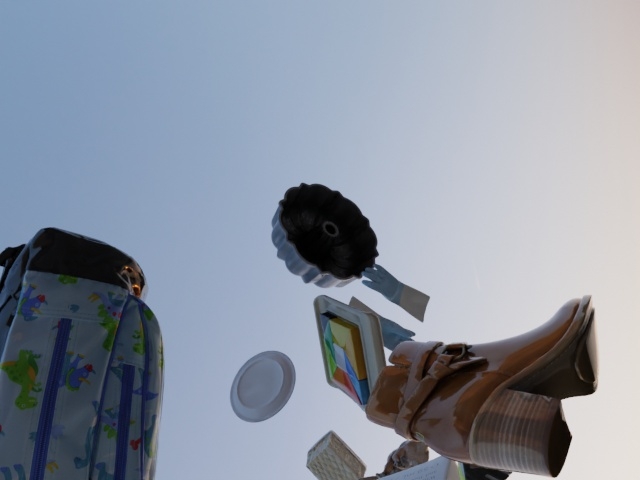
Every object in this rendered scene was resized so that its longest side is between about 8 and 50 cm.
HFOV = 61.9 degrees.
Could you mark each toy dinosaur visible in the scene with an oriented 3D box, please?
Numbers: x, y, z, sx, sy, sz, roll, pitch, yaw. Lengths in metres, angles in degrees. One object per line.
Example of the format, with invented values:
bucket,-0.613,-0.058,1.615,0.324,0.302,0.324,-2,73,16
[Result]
toy dinosaur,0.244,0.587,1.459,0.127,0.296,0.200,44,-154,-3

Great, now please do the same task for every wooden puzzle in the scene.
wooden puzzle,0.055,0.235,1.099,0.044,0.239,0.220,-13,-81,-26

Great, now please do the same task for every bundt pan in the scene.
bundt pan,0.000,0.000,1.533,0.331,0.124,0.330,20,-133,-22

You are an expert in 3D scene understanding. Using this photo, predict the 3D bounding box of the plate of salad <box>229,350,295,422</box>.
plate of salad,-0.150,0.387,1.414,0.048,0.200,0.199,55,-137,-44

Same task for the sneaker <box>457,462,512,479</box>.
sneaker,0.236,0.303,0.792,0.082,0.094,0.208,30,-150,10

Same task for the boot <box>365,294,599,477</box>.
boot,0.140,0.101,0.449,0.197,0.153,0.072,-34,-65,-43

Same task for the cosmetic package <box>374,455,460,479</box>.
cosmetic package,0.172,0.703,1.053,0.327,0.330,0.394,62,-160,3

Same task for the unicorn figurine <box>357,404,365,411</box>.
unicorn figurine,0.109,0.378,1.257,0.111,0.162,0.060,41,-115,-2

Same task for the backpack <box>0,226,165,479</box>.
backpack,-0.300,0.214,0.621,0.274,0.290,0.355,25,-126,-20

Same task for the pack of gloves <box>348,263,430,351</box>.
pack of gloves,0.189,0.180,1.398,0.232,0.046,0.195,31,-115,-20

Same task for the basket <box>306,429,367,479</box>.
basket,0.048,0.689,1.631,0.167,0.113,0.103,45,-174,2
